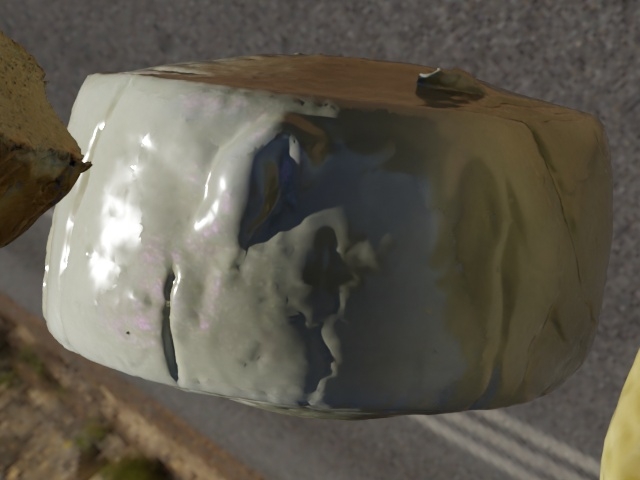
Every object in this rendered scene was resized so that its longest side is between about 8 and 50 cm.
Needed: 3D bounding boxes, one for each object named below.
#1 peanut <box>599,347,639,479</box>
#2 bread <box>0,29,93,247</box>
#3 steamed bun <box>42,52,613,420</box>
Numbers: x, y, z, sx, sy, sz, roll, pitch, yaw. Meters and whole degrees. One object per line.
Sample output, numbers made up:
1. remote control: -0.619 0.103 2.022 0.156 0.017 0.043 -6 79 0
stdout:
1. peanut: 0.233 0.043 0.718 0.147 0.319 0.147 24 175 2
2. bread: -0.149 -0.043 0.564 0.076 0.070 0.083 58 -167 19
3. steamed bun: 0.003 0.001 0.903 0.383 0.247 0.236 7 -171 4
